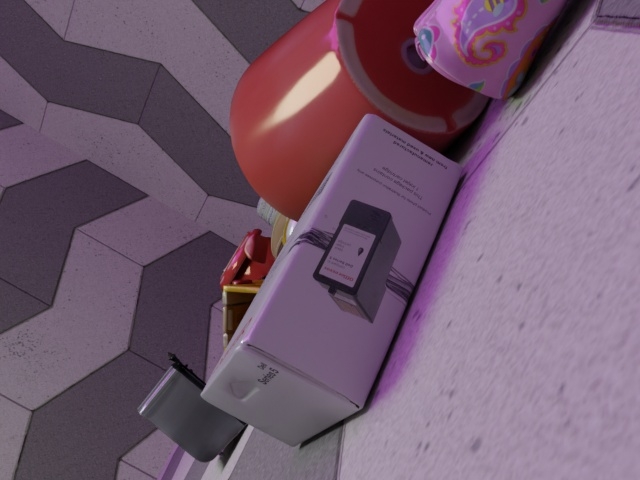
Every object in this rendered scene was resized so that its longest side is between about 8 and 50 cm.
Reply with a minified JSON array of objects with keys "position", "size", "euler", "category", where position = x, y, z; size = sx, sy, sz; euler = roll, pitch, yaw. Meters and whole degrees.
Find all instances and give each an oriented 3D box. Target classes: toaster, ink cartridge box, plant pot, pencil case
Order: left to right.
[{"position":[-0.226,0.294,1.245],"size":[0.110,0.186,0.168],"euler":[-51,2,-16],"category":"toaster"},{"position":[-0.128,0.077,1.680],"size":[0.191,0.174,0.191],"euler":[-59,2,4],"category":"plant pot"},{"position":[0.009,0.044,0.702],"size":[0.273,0.115,0.198],"euler":[-62,5,-30],"category":"ink cartridge box"},{"position":[0.055,-0.171,0.850],"size":[0.275,0.275,0.243],"euler":[-62,14,-25],"category":"plant pot"},{"position":[0.196,-0.266,0.630],"size":[0.284,0.124,0.124],"euler":[-58,4,26],"category":"pencil case"}]

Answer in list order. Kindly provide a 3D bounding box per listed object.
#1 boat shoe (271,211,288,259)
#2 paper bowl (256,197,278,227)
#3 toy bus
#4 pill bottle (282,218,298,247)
[{"position":[-0.003,-0.034,1.315],"size":[0.341,0.122,0.110],"euler":[125,152,-45],"category":"boat shoe"},{"position":[-0.034,-0.139,1.970],"size":[0.284,0.148,0.284],"euler":[-52,-7,-9],"category":"paper bowl"},{"position":[-0.043,0.100,0.982],"size":[0.104,0.191,0.202],"euler":[1,49,33],"category":"toy bus"},{"position":[0.006,-0.004,1.045],"size":[0.117,0.118,0.208],"euler":[-60,5,-4],"category":"pill bottle"}]
